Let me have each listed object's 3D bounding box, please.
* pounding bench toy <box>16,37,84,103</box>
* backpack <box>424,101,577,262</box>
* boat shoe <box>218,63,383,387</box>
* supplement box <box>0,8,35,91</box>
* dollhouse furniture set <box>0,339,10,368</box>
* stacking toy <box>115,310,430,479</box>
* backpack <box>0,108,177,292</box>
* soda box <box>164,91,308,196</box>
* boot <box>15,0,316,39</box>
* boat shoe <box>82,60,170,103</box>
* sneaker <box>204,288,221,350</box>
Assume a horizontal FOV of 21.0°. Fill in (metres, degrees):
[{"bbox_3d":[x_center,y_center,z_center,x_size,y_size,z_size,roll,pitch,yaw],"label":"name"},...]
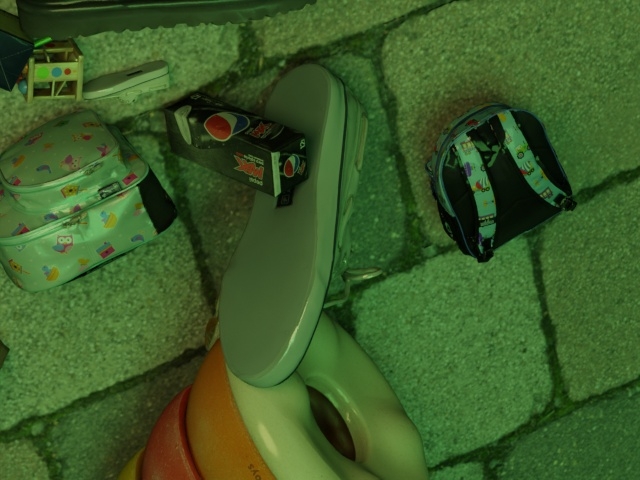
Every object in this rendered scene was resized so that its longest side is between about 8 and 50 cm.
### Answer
[{"bbox_3d":[-0.285,-0.192,1.804,0.065,0.052,0.083,-4,120,-21],"label":"pounding bench toy"},{"bbox_3d":[0.199,-0.086,2.039,0.158,0.117,0.173,-31,127,-4],"label":"backpack"},{"bbox_3d":[-0.007,-0.001,1.918,0.156,0.135,0.367,31,60,-46],"label":"boat shoe"},{"bbox_3d":[-0.345,-0.204,1.751,0.083,0.083,0.056,22,108,-32],"label":"supplement box"},{"bbox_3d":[-0.468,0.157,1.926,0.161,0.101,0.182,36,101,-10],"label":"dollhouse furniture set"},{"bbox_3d":[-0.140,0.315,2.065,0.480,0.351,0.350,-34,129,21],"label":"stacking toy"},{"bbox_3d":[-0.270,-0.039,1.829,0.188,0.166,0.144,-35,125,-5],"label":"backpack"},{"bbox_3d":[-0.092,-0.105,1.866,0.053,0.169,0.060,-32,131,-37],"label":"soda box"},{"bbox_3d":[-0.141,-0.428,1.655,0.367,0.146,0.445,-13,126,-16],"label":"boot"},{"bbox_3d":[-0.209,-0.163,1.867,0.100,0.035,0.035,-21,122,-20],"label":"boat shoe"},{"bbox_3d":[-0.112,0.098,2.062,0.037,0.032,0.083,10,114,-28],"label":"sneaker"}]
